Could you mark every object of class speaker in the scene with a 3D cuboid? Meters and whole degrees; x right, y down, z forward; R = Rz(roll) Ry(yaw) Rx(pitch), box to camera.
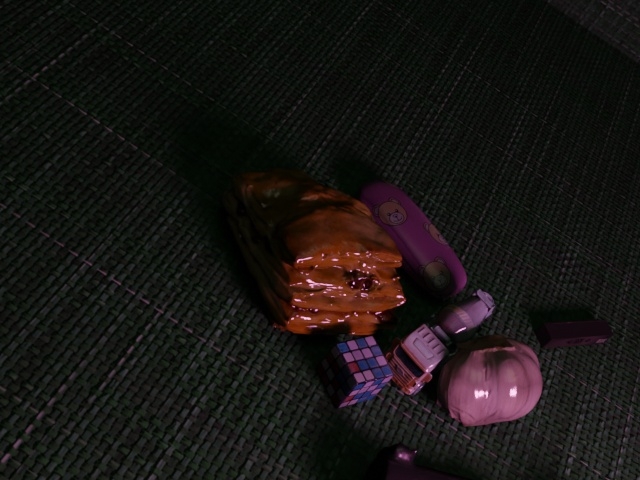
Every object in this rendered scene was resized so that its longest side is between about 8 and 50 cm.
[{"bbox_3d":[0.569,0.209,2.275,0.191,0.040,0.046,0,55,-32],"label":"speaker"}]

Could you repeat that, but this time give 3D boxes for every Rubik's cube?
[{"bbox_3d":[0.064,0.245,1.899,0.092,0.092,0.092,-9,58,-36],"label":"Rubik's cube"}]

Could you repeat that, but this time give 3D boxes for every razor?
[{"bbox_3d":[0.227,0.485,1.775,0.326,0.107,0.189,23,45,-11],"label":"razor"}]

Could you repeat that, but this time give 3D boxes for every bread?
[{"bbox_3d":[0.000,0.000,2.008,0.314,0.192,0.370,0,52,-30],"label":"bread"}]

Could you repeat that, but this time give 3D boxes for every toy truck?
[{"bbox_3d":[0.241,0.191,2.018,0.108,0.140,0.256,48,45,14],"label":"toy truck"}]

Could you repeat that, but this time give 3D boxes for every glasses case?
[{"bbox_3d":[0.196,-0.007,2.212,0.123,0.076,0.316,-20,65,-42],"label":"glasses case"}]

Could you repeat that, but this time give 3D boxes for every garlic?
[{"bbox_3d":[0.345,0.282,1.948,0.229,0.178,0.142,-17,22,-36],"label":"garlic"}]
